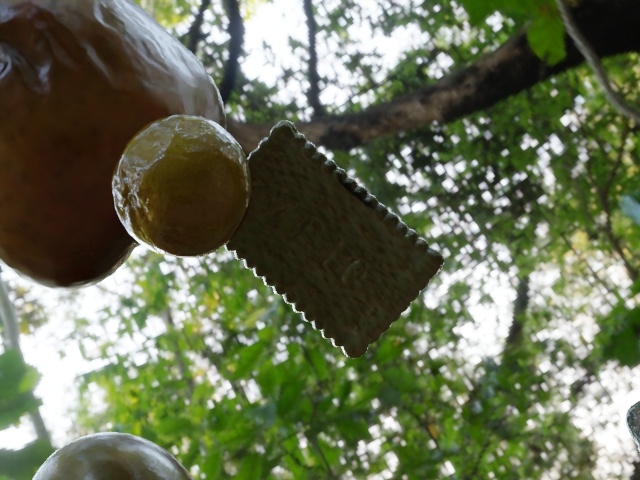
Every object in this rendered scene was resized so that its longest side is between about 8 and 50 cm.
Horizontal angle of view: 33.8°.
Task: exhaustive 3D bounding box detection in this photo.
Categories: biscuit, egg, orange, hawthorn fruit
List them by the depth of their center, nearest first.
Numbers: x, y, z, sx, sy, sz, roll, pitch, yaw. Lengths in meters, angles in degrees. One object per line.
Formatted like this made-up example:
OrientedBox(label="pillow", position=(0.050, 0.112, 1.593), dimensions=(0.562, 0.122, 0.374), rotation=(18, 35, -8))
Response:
OrientedBox(label="orange", position=(-0.153, -0.057, 1.129), dimensions=(0.136, 0.159, 0.159), rotation=(-14, -34, -44))
OrientedBox(label="hawthorn fruit", position=(-0.383, -0.166, 1.531), dimensions=(0.471, 0.472, 0.472), rotation=(-21, -34, -15))
OrientedBox(label="biscuit", position=(0.000, 0.000, 1.551), dimensions=(0.217, 0.325, 0.044), rotation=(-50, -2, 16))
OrientedBox(label="egg", position=(-0.318, 0.461, 1.674), dimensions=(0.282, 0.351, 0.283), rotation=(-22, -50, -29))

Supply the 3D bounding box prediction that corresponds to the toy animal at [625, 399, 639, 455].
OrientedBox(label="toy animal", position=(0.226, 0.134, 0.397), dimensions=(0.108, 0.236, 0.138), rotation=(-58, -47, -35))
